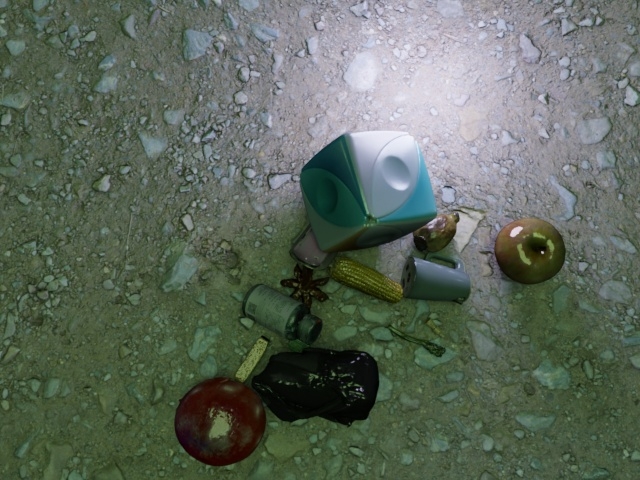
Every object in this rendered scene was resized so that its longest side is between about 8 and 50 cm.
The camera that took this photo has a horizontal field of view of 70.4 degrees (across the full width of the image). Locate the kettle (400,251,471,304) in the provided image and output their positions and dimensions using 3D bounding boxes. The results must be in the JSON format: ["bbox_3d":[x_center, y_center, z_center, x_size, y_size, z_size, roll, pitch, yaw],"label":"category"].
[{"bbox_3d":[0.451,0.141,1.771,0.242,0.160,0.211,10,53,-8],"label":"kettle"}]

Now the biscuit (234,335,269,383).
[{"bbox_3d":[-0.259,0.451,1.724,0.052,0.056,0.188,34,81,1],"label":"biscuit"}]

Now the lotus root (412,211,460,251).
[{"bbox_3d":[0.463,-0.036,1.792,0.213,0.138,0.139,-30,84,-7],"label":"lotus root"}]

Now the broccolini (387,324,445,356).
[{"bbox_3d":[0.372,0.389,1.771,0.238,0.051,0.054,23,38,7],"label":"broccolini"}]

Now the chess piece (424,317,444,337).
[{"bbox_3d":[0.452,0.347,1.782,0.035,0.035,0.092,-45,89,-8],"label":"chess piece"}]

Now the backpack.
[{"bbox_3d":[-0.019,0.513,1.599,0.444,0.363,0.255,5,57,10],"label":"backpack"}]

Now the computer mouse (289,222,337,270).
[{"bbox_3d":[0.000,0.000,1.744,0.158,0.072,0.310,27,48,9],"label":"computer mouse"}]

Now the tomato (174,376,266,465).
[{"bbox_3d":[-0.366,0.643,1.591,0.334,0.176,0.290,27,99,3],"label":"tomato"}]

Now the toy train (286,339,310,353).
[{"bbox_3d":[-0.085,0.404,1.749,0.093,0.038,0.056,28,88,1],"label":"toy train"}]

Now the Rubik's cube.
[{"bbox_3d":[0.165,-0.168,1.634,0.351,0.347,0.352,-4,74,-34],"label":"Rubik's cube"}]

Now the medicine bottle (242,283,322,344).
[{"bbox_3d":[-0.137,0.273,1.660,0.293,0.141,0.142,22,80,28],"label":"medicine bottle"}]

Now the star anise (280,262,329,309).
[{"bbox_3d":[-0.063,0.183,1.749,0.195,0.111,0.213,-16,110,18],"label":"star anise"}]

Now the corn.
[{"bbox_3d":[0.171,0.151,1.757,0.317,0.115,0.115,22,81,0],"label":"corn"}]

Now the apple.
[{"bbox_3d":[0.789,0.041,1.739,0.256,0.234,0.257,0,84,-2],"label":"apple"}]
